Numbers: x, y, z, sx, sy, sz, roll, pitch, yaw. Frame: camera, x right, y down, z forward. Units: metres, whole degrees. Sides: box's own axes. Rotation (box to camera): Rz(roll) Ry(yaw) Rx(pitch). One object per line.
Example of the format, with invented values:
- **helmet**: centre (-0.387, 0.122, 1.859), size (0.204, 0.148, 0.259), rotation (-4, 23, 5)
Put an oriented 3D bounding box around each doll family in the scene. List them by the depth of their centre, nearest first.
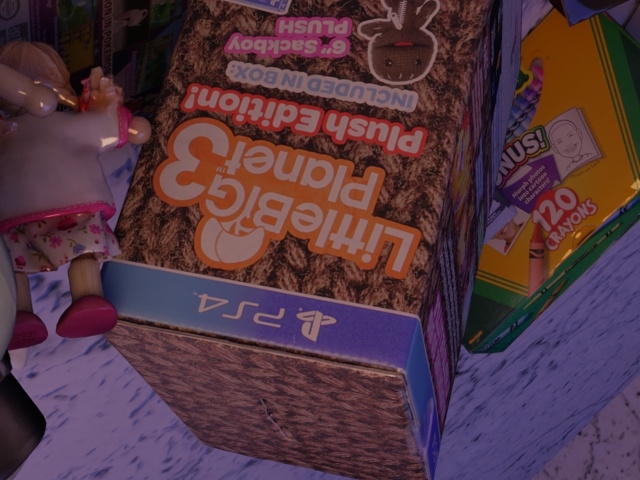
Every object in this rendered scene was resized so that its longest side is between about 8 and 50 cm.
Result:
- **doll family**: centre (-0.200, -0.035, 0.473), size (0.263, 0.163, 0.118), rotation (-11, 160, -6)

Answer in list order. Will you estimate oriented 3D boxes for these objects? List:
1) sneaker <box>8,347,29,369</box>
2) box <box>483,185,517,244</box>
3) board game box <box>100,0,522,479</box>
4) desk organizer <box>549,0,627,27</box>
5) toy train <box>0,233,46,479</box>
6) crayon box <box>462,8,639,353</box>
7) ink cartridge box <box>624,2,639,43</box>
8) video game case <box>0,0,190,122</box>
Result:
- **sneaker**: centre (-0.310, 0.112, 0.700), size (0.292, 0.110, 0.118), rotation (-45, 150, -6)
- **box**: centre (0.000, 0.000, 0.894), size (0.247, 0.142, 0.163), rotation (-42, 157, 8)
- **board game box**: centre (0.016, -0.041, 0.650), size (0.232, 0.141, 0.291), rotation (72, 30, -65)
- **desk organizer**: centre (0.243, -0.224, 0.963), size (0.130, 0.050, 0.047), rotation (-24, 123, 2)
- **toy train**: centre (-0.224, -0.030, 0.327), size (0.190, 0.334, 0.142), rotation (-35, -160, -8)
- **crayon box**: centre (0.186, -0.055, 1.044), size (0.278, 0.165, 0.081), rotation (-47, 156, 17)
- **ink cartridge box**: centre (0.349, -0.216, 1.124), size (0.109, 0.063, 0.150), rotation (-23, 152, -34)
- **video game case**: centre (-0.146, -0.104, 0.637), size (0.183, 0.023, 0.201), rotation (-27, 153, -27)
